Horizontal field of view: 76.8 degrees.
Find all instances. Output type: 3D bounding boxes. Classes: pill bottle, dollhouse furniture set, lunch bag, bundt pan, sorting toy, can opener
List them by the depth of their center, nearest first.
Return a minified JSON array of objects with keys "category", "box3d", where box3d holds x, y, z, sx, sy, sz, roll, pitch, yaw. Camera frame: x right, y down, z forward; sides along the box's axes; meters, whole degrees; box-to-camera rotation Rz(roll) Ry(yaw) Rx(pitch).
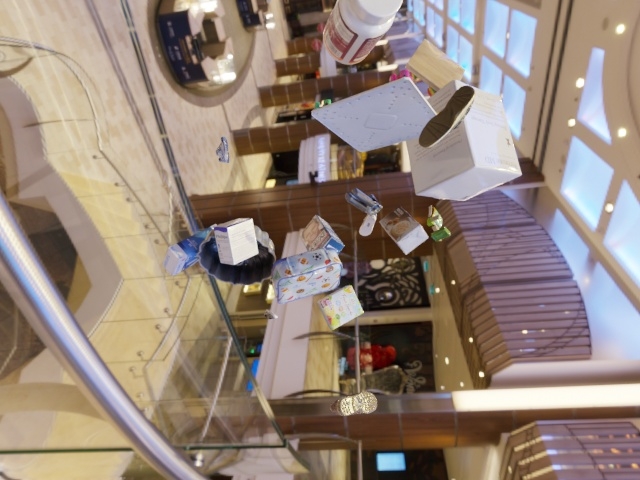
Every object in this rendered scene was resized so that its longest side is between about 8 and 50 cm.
[{"category":"dollhouse furniture set","box3d":[0.431,-0.070,1.457,0.076,0.058,0.152,42,41,-22]},{"category":"pill bottle","box3d":[0.158,-0.874,1.583,0.392,0.224,0.224,-172,-104,-76]},{"category":"lunch bag","box3d":[-0.065,0.152,1.679,0.243,0.303,0.115,99,-26,-53]},{"category":"bundt pan","box3d":[-0.343,0.043,1.708,0.331,0.330,0.124,77,11,-45]},{"category":"can opener","box3d":[0.200,-0.189,1.881,0.283,0.076,0.095,24,38,-54]},{"category":"sorting toy","box3d":[0.540,-0.805,1.947,0.255,0.257,0.089,-58,-174,-32]}]

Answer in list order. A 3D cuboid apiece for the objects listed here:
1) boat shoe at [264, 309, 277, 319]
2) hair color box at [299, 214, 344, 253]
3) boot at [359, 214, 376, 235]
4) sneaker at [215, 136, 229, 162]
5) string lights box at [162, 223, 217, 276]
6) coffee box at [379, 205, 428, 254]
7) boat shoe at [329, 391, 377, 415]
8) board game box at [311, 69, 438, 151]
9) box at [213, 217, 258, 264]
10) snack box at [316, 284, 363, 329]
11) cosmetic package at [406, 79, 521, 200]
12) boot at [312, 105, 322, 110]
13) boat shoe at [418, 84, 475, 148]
[{"category":"boat shoe","box3d":[-0.273,0.412,2.204,0.040,0.049,0.142,-57,-160,-13]},{"category":"hair color box","box3d":[0.000,0.000,2.334,0.105,0.174,0.347,34,11,-26]},{"category":"boot","box3d":[0.276,-0.107,2.278,0.190,0.069,0.086,116,-3,-54]},{"category":"sneaker","box3d":[-0.443,-0.403,1.810,0.135,0.058,0.052,96,-12,-45]},{"category":"string lights box","box3d":[-0.548,0.038,1.756,0.259,0.077,0.133,-37,170,-46]},{"category":"coffee box","box3d":[0.413,-0.056,2.027,0.098,0.141,0.246,49,8,-29]},{"category":"boat shoe","box3d":[0.103,0.507,1.254,0.178,0.060,0.064,12,65,-40]},{"category":"board game box","box3d":[0.230,-0.475,1.546,0.390,0.390,0.050,20,68,-53]},{"category":"box","box3d":[-0.299,0.001,1.435,0.126,0.072,0.137,-27,116,-51]},{"category":"snack box","box3d":[0.110,0.369,2.244,0.174,0.207,0.070,65,-18,-3]},{"category":"cosmetic package","box3d":[0.616,-0.421,1.798,0.327,0.329,0.394,-28,-114,54]},{"category":"boot","box3d":[0.072,-0.674,2.131,0.137,0.198,0.077,-50,163,-54]},{"category":"boat shoe","box3d":[0.403,-0.374,1.265,0.073,0.223,0.080,21,21,-53]}]
